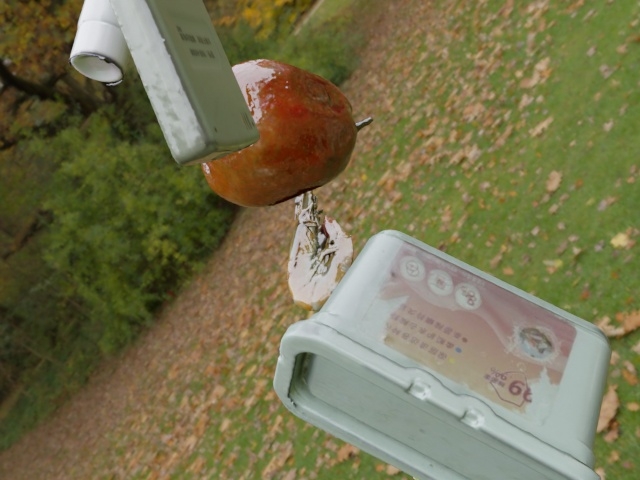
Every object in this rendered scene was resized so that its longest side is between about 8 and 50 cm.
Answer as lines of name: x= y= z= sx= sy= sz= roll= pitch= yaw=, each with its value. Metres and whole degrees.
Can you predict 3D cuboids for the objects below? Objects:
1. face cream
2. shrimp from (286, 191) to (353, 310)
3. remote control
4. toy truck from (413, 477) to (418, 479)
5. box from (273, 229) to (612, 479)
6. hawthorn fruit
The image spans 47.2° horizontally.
face cream: x=-0.214 y=-0.285 z=0.797 sx=0.058 sy=0.092 sz=0.243 roll=-2 pitch=68 yaw=24
shrimp: x=0.000 y=0.000 z=1.406 sx=0.152 sy=0.063 sz=0.287 roll=-23 pitch=55 yaw=35
remote control: x=-0.135 y=-0.200 z=0.590 sx=0.038 sy=0.285 sz=0.123 roll=-22 pitch=7 yaw=17
toy truck: x=0.178 y=0.314 z=0.998 sx=0.111 sy=0.077 sz=0.076 roll=-19 pitch=48 yaw=23
box: x=0.131 y=0.129 z=0.739 sx=0.182 sy=0.312 sz=0.175 roll=-58 pitch=-12 yaw=-34
hawthorn fruit: x=-0.050 y=-0.161 z=1.106 sx=0.224 sy=0.261 sz=0.224 roll=-178 pitch=90 yaw=-87
